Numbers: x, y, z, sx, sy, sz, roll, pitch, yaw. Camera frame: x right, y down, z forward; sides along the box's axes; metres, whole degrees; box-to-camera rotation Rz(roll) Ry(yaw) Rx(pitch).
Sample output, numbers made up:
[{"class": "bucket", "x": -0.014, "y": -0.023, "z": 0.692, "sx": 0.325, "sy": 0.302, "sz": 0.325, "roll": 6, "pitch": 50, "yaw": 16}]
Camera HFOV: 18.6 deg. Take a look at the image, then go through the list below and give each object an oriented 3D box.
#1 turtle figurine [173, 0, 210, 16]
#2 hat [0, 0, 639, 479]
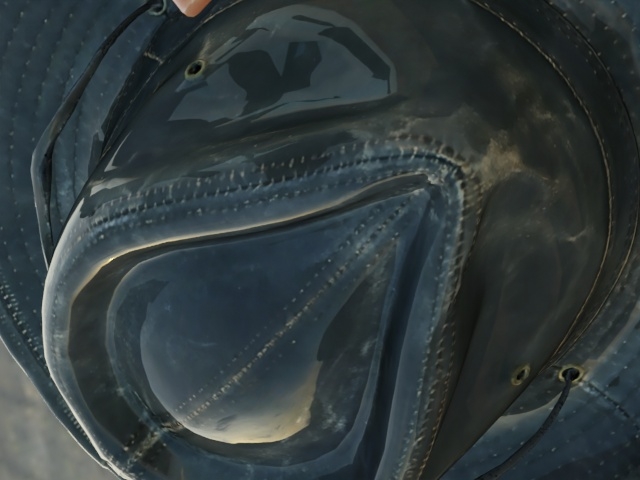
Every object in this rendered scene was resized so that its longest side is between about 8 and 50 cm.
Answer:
[{"class": "turtle figurine", "x": -0.112, "y": -0.188, "z": 0.518, "sx": 0.087, "sy": 0.217, "sz": 0.269, "roll": -24, "pitch": 83, "yaw": 31}, {"class": "hat", "x": 0.000, "y": 0.000, "z": 0.630, "sx": 0.134, "sy": 0.331, "sz": 0.331, "roll": -53, "pitch": -46, "yaw": -62}]
